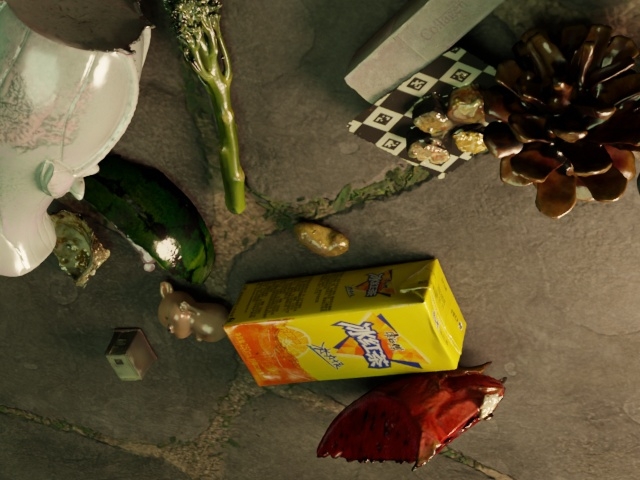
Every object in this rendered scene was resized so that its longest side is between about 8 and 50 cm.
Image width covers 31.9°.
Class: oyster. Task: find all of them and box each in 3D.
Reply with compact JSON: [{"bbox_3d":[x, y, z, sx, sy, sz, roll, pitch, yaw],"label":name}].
[{"bbox_3d":[-0.405,0.015,1.875,0.105,0.056,0.177,19,135,19],"label":"oyster"}]

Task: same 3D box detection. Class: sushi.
[{"bbox_3d":[0.167,-0.149,1.474,0.192,0.040,0.210,23,139,-33],"label":"sushi"}]

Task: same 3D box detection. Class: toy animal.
[{"bbox_3d":[-0.212,0.131,1.902,0.150,0.089,0.083,23,113,3],"label":"toy animal"}]

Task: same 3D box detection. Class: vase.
[{"bbox_3d":[-0.406,-0.156,1.568,0.250,0.250,0.445,27,127,-6],"label":"vase"}]

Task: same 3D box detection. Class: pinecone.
[{"bbox_3d":[0.302,-0.151,1.353,0.229,0.202,0.201,53,161,1],"label":"pinecone"}]

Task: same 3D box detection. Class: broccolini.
[{"bbox_3d":[-0.162,-0.197,1.591,0.078,0.074,0.392,-20,136,-17],"label":"broccolini"}]

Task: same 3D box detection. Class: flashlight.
[{"bbox_3d":[-0.300,0.000,1.840,0.052,0.031,0.110,-36,110,14],"label":"flashlight"}]

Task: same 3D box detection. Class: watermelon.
[{"bbox_3d":[-0.279,-0.035,1.759,0.301,0.123,0.129,40,154,-14],"label":"watermelon"}]

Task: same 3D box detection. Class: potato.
[{"bbox_3d":[0.000,0.000,1.717,0.092,0.045,0.046,18,99,0],"label":"potato"}]

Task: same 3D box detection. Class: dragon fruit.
[{"bbox_3d":[0.149,0.258,1.786,0.343,0.282,0.100,-18,95,58],"label":"dragon fruit"}]

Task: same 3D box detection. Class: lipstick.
[{"bbox_3d":[0.154,-0.284,1.379,0.066,0.068,0.317,37,133,-17],"label":"lipstick"}]

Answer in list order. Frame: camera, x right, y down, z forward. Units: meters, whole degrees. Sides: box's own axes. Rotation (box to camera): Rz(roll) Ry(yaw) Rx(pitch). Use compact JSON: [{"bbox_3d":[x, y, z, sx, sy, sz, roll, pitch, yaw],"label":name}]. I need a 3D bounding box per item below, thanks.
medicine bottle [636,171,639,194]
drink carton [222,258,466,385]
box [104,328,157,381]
[{"bbox_3d":[0.501,-0.139,1.334,0.141,0.141,0.293,27,136,-5],"label":"medicine bottle"},{"bbox_3d":[0.039,0.134,1.779,0.351,0.111,0.155,-8,128,27],"label":"drink carton"},{"bbox_3d":[-0.344,0.209,2.026,0.060,0.063,0.085,-4,130,22],"label":"box"}]
